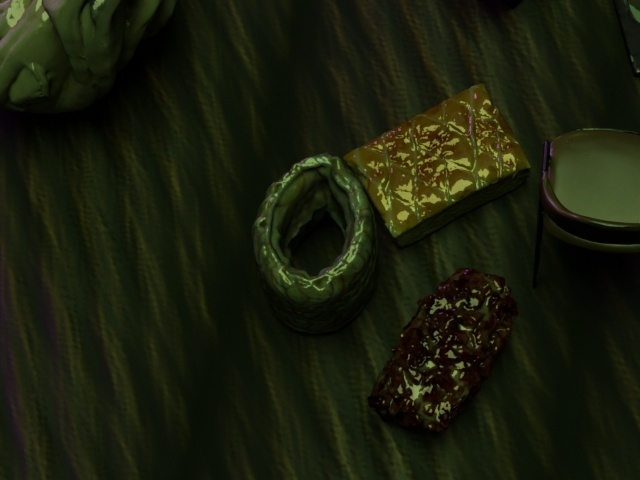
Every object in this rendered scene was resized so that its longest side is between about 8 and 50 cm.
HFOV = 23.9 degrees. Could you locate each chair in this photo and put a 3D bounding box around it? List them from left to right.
[{"bbox_3d":[0.312,-0.038,1.616,0.158,0.247,0.172,8,66,9],"label":"chair"}]

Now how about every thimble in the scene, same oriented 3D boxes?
[{"bbox_3d":[0.000,0.000,1.691,0.137,0.143,0.190,9,67,11],"label":"thimble"}]

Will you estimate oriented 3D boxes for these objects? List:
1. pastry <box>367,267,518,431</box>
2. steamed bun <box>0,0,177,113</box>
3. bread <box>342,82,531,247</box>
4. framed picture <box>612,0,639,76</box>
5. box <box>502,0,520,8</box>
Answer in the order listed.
[{"bbox_3d":[0.137,0.117,1.653,0.115,0.097,0.208,34,72,9],"label":"pastry"},{"bbox_3d":[-0.286,-0.320,1.819,0.346,0.237,0.394,42,109,40],"label":"steamed bun"},{"bbox_3d":[0.137,-0.085,1.753,0.188,0.068,0.125,-27,66,-6],"label":"bread"},{"bbox_3d":[0.516,-0.335,1.852,0.324,0.013,0.244,-11,65,2],"label":"framed picture"},{"bbox_3d":[0.218,-0.477,1.836,0.261,0.116,0.279,45,103,23],"label":"box"}]
